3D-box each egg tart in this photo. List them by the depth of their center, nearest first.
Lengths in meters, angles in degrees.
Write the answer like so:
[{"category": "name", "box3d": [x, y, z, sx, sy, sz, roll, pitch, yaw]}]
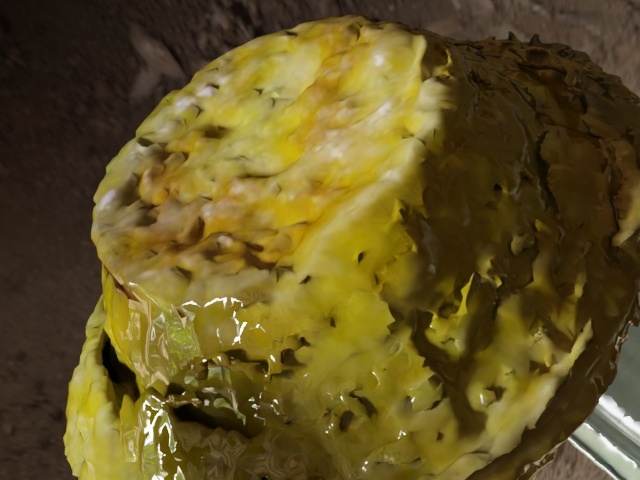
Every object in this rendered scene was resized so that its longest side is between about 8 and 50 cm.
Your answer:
[{"category": "egg tart", "box3d": [0.000, 0.000, 0.598, 0.294, 0.123, 0.294, -22, 39, 19]}]

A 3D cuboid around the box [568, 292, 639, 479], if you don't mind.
[{"category": "box", "box3d": [0.265, 0.029, 0.901, 0.220, 0.166, 0.290, 40, 91, 29]}]
